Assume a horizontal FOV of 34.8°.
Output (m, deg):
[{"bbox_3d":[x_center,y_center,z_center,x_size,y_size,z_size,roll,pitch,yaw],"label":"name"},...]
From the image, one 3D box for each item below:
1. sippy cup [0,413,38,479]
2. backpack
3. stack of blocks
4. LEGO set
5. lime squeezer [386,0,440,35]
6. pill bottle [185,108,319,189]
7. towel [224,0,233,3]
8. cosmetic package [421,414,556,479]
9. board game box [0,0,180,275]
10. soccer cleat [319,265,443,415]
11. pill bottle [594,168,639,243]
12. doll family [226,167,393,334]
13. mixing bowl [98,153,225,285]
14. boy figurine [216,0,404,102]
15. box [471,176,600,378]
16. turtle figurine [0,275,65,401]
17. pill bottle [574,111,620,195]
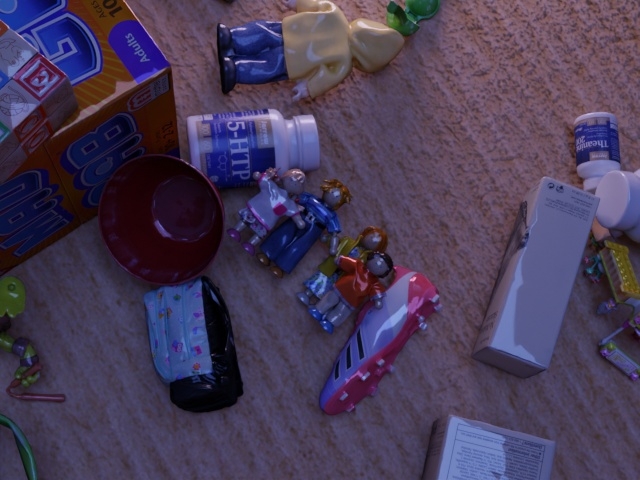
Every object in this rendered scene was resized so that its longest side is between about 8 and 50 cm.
[{"bbox_3d":[-0.527,0.342,1.280,0.305,0.240,0.224,-16,87,13],"label":"sippy cup"},{"bbox_3d":[-0.176,0.138,1.407,0.115,0.152,0.182,-11,71,-5],"label":"backpack"},{"bbox_3d":[-0.438,-0.196,1.118,0.297,0.087,0.171,39,76,5],"label":"stack of blocks"},{"bbox_3d":[0.456,0.102,1.526,0.132,0.107,0.287,-23,71,-47],"label":"LEGO set"},{"bbox_3d":[0.155,-0.386,1.607,0.059,0.110,0.310,27,42,18],"label":"lime squeezer"},{"bbox_3d":[-0.100,-0.135,1.500,0.186,0.112,0.112,-7,76,-8],"label":"pill bottle"},{"bbox_3d":[-0.160,-0.589,1.654,0.271,0.040,0.370,30,76,3],"label":"towel"},{"bbox_3d":[0.207,0.409,1.390,0.160,0.113,0.309,16,75,-2],"label":"cosmetic package"},{"bbox_3d":[-0.434,-0.207,1.353,0.356,0.356,0.356,-34,81,-13],"label":"board game box"},{"bbox_3d":[0.073,0.144,1.471,0.095,0.083,0.248,36,76,29],"label":"soccer cleat"},{"bbox_3d":[0.521,-0.048,1.524,0.208,0.117,0.117,7,74,-18],"label":"pill bottle"},{"bbox_3d":[0.000,0.000,1.479,0.263,0.118,0.163,44,93,4],"label":"doll family"},{"bbox_3d":[-0.206,-0.036,1.418,0.181,0.098,0.181,3,102,12],"label":"mixing bowl"},{"bbox_3d":[-0.016,-0.301,1.565,0.285,0.092,0.177,-9,76,-9],"label":"boy figurine"},{"bbox_3d":[0.315,0.055,1.497,0.094,0.113,0.275,22,73,0],"label":"box"},{"bbox_3d":[-0.443,0.112,1.364,0.269,0.217,0.087,31,55,-4],"label":"turtle figurine"},{"bbox_3d":[0.429,-0.132,1.581,0.067,0.067,0.120,2,75,-6],"label":"pill bottle"}]
